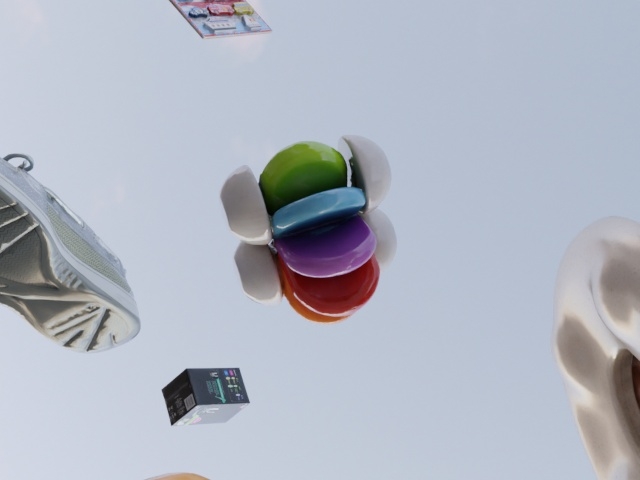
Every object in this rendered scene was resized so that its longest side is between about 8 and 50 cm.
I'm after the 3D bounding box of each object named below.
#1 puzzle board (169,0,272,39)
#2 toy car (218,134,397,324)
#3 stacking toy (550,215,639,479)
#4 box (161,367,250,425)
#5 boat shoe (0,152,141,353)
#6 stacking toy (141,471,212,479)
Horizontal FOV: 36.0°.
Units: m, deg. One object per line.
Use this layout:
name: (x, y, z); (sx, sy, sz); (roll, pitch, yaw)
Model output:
puzzle board: (-0.137, -0.313, 1.343); (0.096, 0.128, 0.011); (50, -49, 22)
toy car: (0.000, 0.000, 0.909); (0.136, 0.159, 0.182); (-119, -164, -50)
stacking toy: (0.485, 0.096, 0.894); (0.350, 0.480, 0.350); (164, -90, -84)
box: (-0.141, 0.192, 1.213); (0.062, 0.083, 0.052); (-40, -121, 36)
boat shoe: (-0.281, -0.002, 0.942); (0.118, 0.320, 0.103); (-25, -129, 13)
stacking toy: (-0.140, 0.135, 0.217); (0.166, 0.302, 0.175); (38, -39, 32)
